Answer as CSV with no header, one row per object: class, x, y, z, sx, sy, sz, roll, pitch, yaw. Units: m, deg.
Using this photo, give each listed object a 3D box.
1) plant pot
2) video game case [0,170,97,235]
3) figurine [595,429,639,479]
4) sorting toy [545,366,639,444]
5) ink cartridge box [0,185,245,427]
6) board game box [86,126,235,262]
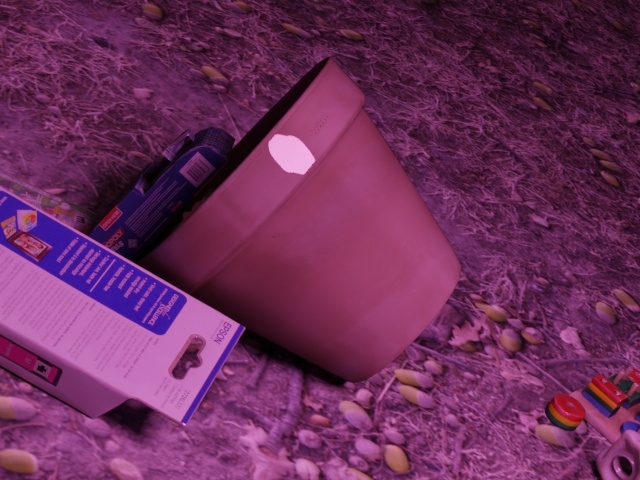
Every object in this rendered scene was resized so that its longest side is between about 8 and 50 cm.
plant pot,0.000,0.000,1.699,0.280,0.323,0.323,42,26,-8
video game case,-0.369,-0.023,1.660,0.212,0.023,0.193,25,28,-7
figurine,0.468,0.300,1.774,0.209,0.092,0.215,-1,34,-32
sorting toy,0.412,0.219,1.942,0.132,0.046,0.274,43,30,25
ink cartridge box,-0.274,0.062,1.529,0.371,0.069,0.176,28,37,2
board game box,-0.187,-0.060,1.743,0.060,0.194,0.194,43,9,-10
